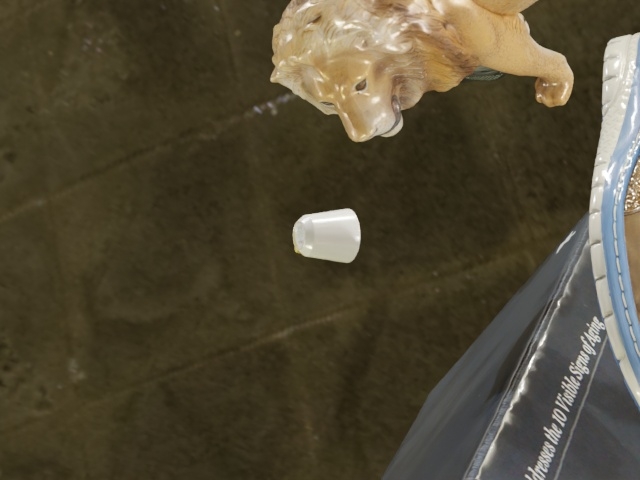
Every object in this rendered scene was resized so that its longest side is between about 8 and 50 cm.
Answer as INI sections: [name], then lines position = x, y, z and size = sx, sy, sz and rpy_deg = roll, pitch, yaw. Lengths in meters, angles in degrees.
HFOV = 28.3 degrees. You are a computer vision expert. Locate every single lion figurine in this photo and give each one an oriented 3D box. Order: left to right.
[lion figurine]
position = 0.153, -0.219, 0.925
size = 0.392, 0.240, 0.142
rpy_deg = -46, 48, 26

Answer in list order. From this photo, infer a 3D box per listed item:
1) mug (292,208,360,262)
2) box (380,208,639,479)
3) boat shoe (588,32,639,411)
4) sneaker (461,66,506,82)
[mug]
position = 0.002, 0.001, 1.459
size = 0.062, 0.064, 0.078
rpy_deg = 61, 142, 44
[box]
position = 0.280, 0.287, 0.992
size = 0.472, 0.480, 0.297
rpy_deg = 39, 122, 3
[boat shoe]
position = 0.141, -0.017, 0.475
size = 0.066, 0.066, 0.183
rpy_deg = -10, 50, 25
[sneaker]
position = 0.098, -0.215, 1.258
size = 0.228, 0.130, 0.087
rpy_deg = 23, 90, 23
